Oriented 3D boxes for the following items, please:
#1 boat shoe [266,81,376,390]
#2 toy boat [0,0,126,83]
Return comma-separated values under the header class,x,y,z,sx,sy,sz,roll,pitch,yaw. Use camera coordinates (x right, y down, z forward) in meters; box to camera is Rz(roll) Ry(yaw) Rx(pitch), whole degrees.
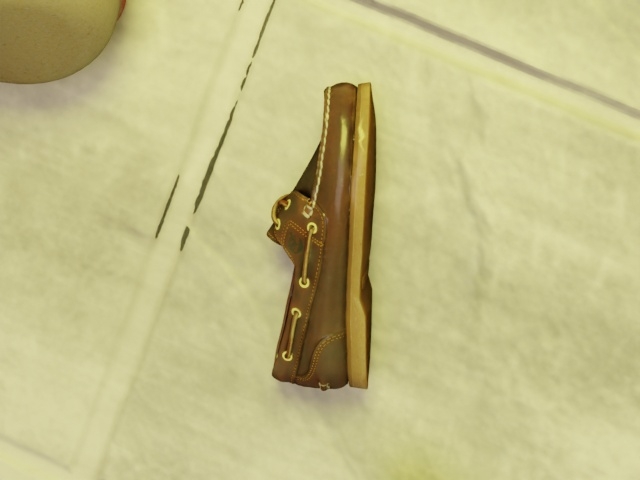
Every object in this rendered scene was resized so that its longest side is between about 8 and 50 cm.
class,x,y,z,sx,sy,sz,roll,pitch,yaw
boat shoe,0.000,0.000,0.686,0.073,0.073,0.207,4,102,8
toy boat,-0.233,-0.193,0.673,0.231,0.151,0.151,7,73,9
